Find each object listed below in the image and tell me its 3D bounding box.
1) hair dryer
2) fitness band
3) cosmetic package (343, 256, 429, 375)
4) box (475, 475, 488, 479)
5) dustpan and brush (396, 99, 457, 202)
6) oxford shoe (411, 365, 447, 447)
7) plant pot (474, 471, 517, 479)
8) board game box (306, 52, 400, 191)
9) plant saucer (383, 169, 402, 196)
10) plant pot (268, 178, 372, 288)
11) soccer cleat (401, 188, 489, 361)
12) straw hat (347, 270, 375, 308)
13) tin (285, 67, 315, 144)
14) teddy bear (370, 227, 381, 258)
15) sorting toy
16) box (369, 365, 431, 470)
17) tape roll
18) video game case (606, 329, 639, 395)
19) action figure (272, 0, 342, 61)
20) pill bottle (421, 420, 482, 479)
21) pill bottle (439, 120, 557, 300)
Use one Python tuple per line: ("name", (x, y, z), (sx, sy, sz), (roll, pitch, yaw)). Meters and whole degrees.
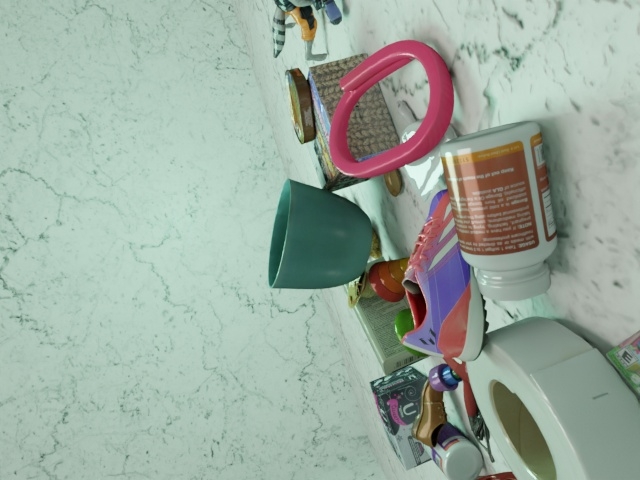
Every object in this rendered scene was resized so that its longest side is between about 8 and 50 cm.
("hair dryer", (0.305, 0.304, 0.847), (0.223, 0.080, 0.293), (109, 145, -54))
("fitness band", (0.114, -0.231, 0.750), (0.291, 0.054, 0.209), (-15, 80, 52))
("cosmetic package", (0.186, 0.215, 1.185), (0.129, 0.153, 0.296), (72, 175, -54))
("box", (0.433, 0.677, 0.985), (0.231, 0.056, 0.183), (88, 161, -58))
("dustpan and brush", (0.185, -0.196, 0.770), (0.211, 0.060, 0.147), (59, 153, 28))
("oxford shoe", (0.307, 0.439, 1.075), (0.076, 0.076, 0.212), (16, 96, 53))
("plant pot", (0.361, 0.500, 0.707), (0.191, 0.174, 0.191), (161, 90, -81))
("board game box", (0.056, -0.276, 1.033), (0.291, 0.141, 0.232), (140, 111, -79))
("plant saucer", (0.177, -0.147, 0.983), (0.083, 0.015, 0.083), (161, 90, -80))
("plant pot", (0.000, 0.000, 1.099), (0.293, 0.235, 0.293), (-170, 90, -77))
("soccer cleat", (0.191, 0.034, 0.669), (0.108, 0.116, 0.318), (95, -178, -56))
("straw hat", (0.125, 0.124, 1.127), (0.144, 0.061, 0.144), (-166, 90, -80))
("tin", (-0.049, -0.326, 0.997), (0.189, 0.040, 0.106), (83, 169, -49))
("teddy bear", (0.089, -0.034, 1.402), (0.338, 0.113, 0.245), (-118, 12, -45))
("sorting toy", (0.257, 0.183, 1.006), (0.126, 0.127, 0.365), (-49, 58, 44))
("box", (0.279, 0.557, 1.292), (0.142, 0.163, 0.247), (149, 102, -82))
("tape roll", (0.330, 0.258, 0.588), (0.286, 0.100, 0.286), (161, 90, -86))
("video game case", (0.389, 0.160, 0.364), (0.193, 0.023, 0.212), (85, 163, -54))
("action figure", (-0.068, -0.607, 1.034), (0.330, 0.179, 0.341), (70, 179, -64))
("pill bottle", (0.343, 0.560, 1.112), (0.193, 0.108, 0.108), (-169, 60, -79))
("pill bottle", (0.238, -0.037, 0.539), (0.121, 0.121, 0.216), (-145, 37, -74))
